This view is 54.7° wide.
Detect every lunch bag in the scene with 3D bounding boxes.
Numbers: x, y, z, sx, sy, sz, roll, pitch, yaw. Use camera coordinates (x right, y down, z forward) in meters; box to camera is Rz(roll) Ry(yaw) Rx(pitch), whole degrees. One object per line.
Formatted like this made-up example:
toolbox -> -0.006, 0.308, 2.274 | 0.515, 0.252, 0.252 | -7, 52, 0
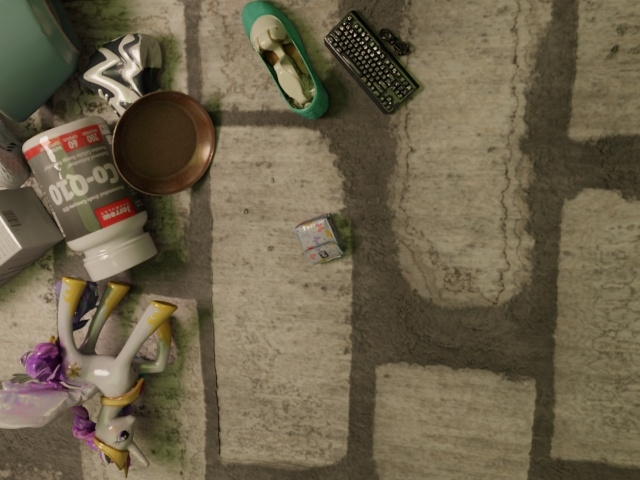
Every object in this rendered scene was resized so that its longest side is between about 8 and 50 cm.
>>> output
lunch bag -> 0.000, 0.000, 1.156 | 0.071, 0.053, 0.083 | -17, 104, 17

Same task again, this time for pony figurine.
pony figurine -> -0.469, 0.259, 1.219 | 0.350, 0.303, 0.364 | 15, 92, -1

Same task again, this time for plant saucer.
plant saucer -> -0.293, -0.182, 1.152 | 0.036, 0.198, 0.199 | 35, 110, 49

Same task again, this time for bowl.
bowl -> -0.552, -0.389, 1.124 | 0.163, 0.311, 0.312 | -24, 93, -4

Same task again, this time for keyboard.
keyboard -> 0.098, -0.323, 1.093 | 0.108, 0.023, 0.180 | -41, 89, 16

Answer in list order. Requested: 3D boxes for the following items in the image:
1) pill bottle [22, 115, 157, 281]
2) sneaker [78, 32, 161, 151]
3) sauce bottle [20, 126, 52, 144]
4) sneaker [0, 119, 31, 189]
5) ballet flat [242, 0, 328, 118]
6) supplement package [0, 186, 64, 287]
pill bottle -> -0.432, -0.077, 1.185 | 0.161, 0.161, 0.283 | -20, 100, 16
sneaker -> -0.387, -0.274, 1.188 | 0.152, 0.094, 0.235 | 7, 109, 21
sauce bottle -> -0.598, -0.192, 1.275 | 0.128, 0.042, 0.042 | -21, 94, 14
sneaker -> -0.712, -0.162, 1.201 | 0.210, 0.137, 0.366 | -49, 61, 1
ballet flat -> -0.067, -0.327, 1.099 | 0.083, 0.087, 0.247 | -32, 90, 17
supplement package -> -0.688, 0.015, 1.283 | 0.244, 0.134, 0.139 | -34, 90, 17
